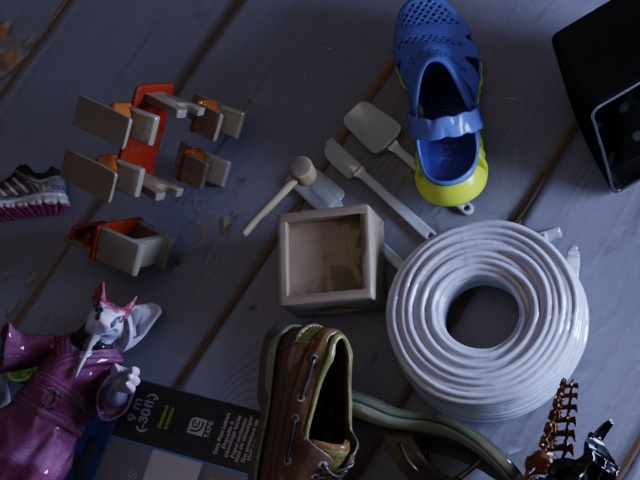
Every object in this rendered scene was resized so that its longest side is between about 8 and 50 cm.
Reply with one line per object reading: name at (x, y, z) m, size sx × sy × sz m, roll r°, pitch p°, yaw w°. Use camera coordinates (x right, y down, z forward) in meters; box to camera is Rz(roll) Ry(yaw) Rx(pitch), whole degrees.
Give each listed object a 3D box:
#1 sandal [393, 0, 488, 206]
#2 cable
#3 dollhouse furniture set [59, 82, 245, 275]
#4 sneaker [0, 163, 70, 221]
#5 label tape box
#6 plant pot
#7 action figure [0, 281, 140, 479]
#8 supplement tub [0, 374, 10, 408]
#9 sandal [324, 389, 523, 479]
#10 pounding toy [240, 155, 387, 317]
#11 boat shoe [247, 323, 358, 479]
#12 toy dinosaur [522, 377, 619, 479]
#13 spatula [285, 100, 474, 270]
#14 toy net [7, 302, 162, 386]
sandal at (0.165, -0.212, 1.688) m, size 0.126 × 0.138 × 0.317 m, roll -12°, pitch 62°, yaw 6°
cable at (0.211, 0.100, 1.582) m, size 0.257 × 0.089 × 0.257 m, roll -8°, pitch 67°, yaw 12°
dollhouse furniture set at (-0.257, -0.094, 1.716) m, size 0.135 × 0.262 × 0.259 m, roll 26°, pitch 109°, yaw 25°
sneaker at (-0.456, -0.075, 1.857) m, size 0.170 × 0.063 × 0.074 m, roll -4°, pitch 68°, yaw 9°
label tape box at (-0.219, 0.315, 1.611) m, size 0.334 × 0.106 × 0.240 m, roll 12°, pitch 72°, yaw 19°
plant pot at (0.405, -0.211, 1.609) m, size 0.188 × 0.187 × 0.167 m, roll -30°, pitch 53°, yaw 3°
action figure at (-0.335, 0.229, 1.597) m, size 0.248 × 0.275 × 0.370 m, roll 26°, pitch 70°, yaw 23°
supplement tub at (-0.584, 0.213, 1.706) m, size 0.272 × 0.191 × 0.191 m, roll 22°, pitch 77°, yaw 22°
sandal at (0.114, 0.260, 1.536) m, size 0.303 × 0.120 × 0.086 m, roll 13°, pitch 68°, yaw 30°
pounding toy at (-0.009, -0.005, 1.679) m, size 0.181 × 0.094 × 0.206 m, roll -6°, pitch 73°, yaw 16°
boat shoe at (-0.015, 0.255, 1.498) m, size 0.104 × 0.111 × 0.307 m, roll 1°, pitch 95°, yaw 38°
toy dinosaur at (0.270, 0.301, 1.363) m, size 0.218 × 0.164 × 0.322 m, roll -41°, pitch 55°, yaw 47°
spatula at (0.086, -0.072, 1.725) m, size 0.168 × 0.019 × 0.242 m, roll -45°, pitch 64°, yaw -5°
toy net at (-0.324, 0.154, 1.716) m, size 0.232 × 0.045 × 0.122 m, roll -32°, pitch 40°, yaw 6°
